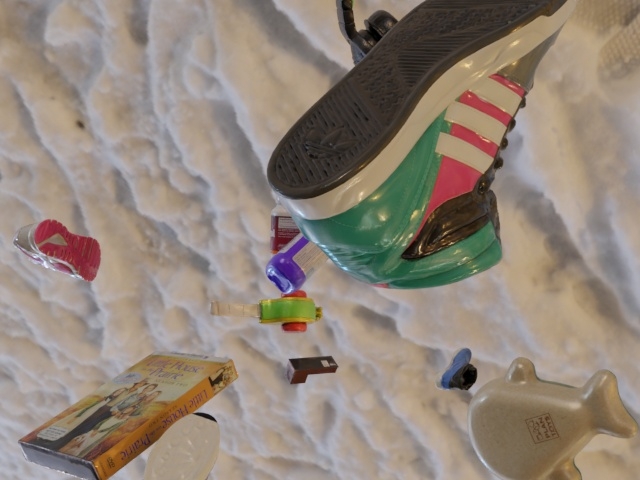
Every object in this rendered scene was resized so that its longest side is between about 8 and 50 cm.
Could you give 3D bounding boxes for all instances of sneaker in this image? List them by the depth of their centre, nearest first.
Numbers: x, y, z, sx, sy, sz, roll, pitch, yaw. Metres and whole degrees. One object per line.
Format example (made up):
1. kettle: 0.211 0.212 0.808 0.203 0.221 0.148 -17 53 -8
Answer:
1. sneaker: 0.107 -0.070 0.548 0.124 0.295 0.178 30 156 45
2. sneaker: -0.311 0.552 1.508 0.130 0.322 0.236 18 140 8
3. sneaker: -0.608 0.020 1.644 0.111 0.102 0.252 4 156 22
4. sneaker: 0.341 0.303 1.668 0.085 0.152 0.058 -5 109 42

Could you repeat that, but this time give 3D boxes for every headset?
1. headset: 0.157 -0.318 1.150 0.244 0.185 0.393 -15 114 -5

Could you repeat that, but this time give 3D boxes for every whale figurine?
1. whale figurine: 0.371 0.284 1.133 0.272 0.141 0.216 -33 73 38

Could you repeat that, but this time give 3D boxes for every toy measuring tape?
1. toy measuring tape: -0.116 0.178 1.812 0.330 0.121 0.121 10 153 -39

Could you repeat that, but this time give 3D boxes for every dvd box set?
1. dvd box set: -0.440 0.392 1.657 0.308 0.420 0.062 -2 111 40

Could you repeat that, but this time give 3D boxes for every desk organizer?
1. desk organizer: -0.024 0.337 1.844 0.047 0.130 0.050 53 133 47

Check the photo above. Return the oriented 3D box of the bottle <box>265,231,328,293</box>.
1. bottle: 0.000 0.000 1.613 0.092 0.283 0.118 46 154 2

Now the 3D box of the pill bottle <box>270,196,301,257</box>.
1. pill bottle: -0.078 -0.033 1.716 0.086 0.086 0.151 4 94 28
